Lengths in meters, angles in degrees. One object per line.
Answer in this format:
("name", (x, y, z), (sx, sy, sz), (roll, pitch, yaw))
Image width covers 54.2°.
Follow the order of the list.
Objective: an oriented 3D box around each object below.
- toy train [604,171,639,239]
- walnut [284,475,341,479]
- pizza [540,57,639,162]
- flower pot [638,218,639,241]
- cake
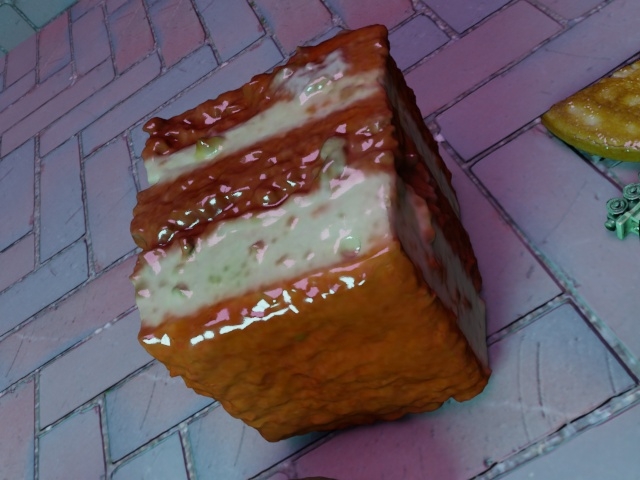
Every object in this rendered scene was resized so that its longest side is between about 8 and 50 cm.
("toy train", (0.319, -0.034, 0.609), (0.083, 0.033, 0.053), (-42, 49, -3))
("walnut", (-0.019, 0.280, 0.493), (0.231, 0.178, 0.178), (-21, 47, 2))
("pizza", (0.345, -0.155, 0.685), (0.185, 0.036, 0.176), (10, 61, 39))
("flower pot", (0.368, 0.031, 0.384), (0.267, 0.267, 0.266), (-20, 47, 33))
("cake", (0.000, 0.000, 0.621), (0.270, 0.270, 0.319), (-21, 49, 18))
